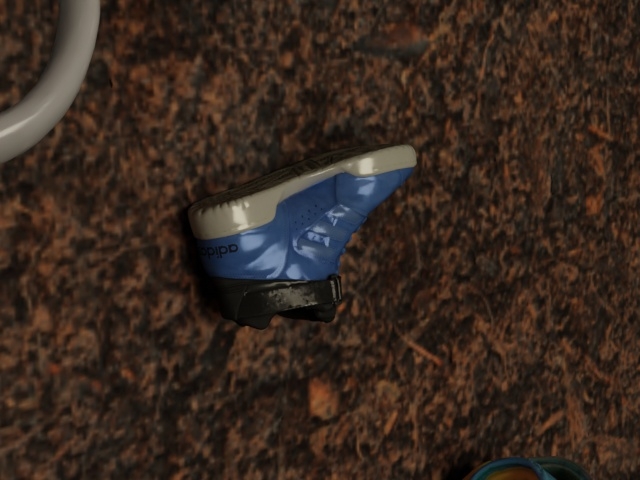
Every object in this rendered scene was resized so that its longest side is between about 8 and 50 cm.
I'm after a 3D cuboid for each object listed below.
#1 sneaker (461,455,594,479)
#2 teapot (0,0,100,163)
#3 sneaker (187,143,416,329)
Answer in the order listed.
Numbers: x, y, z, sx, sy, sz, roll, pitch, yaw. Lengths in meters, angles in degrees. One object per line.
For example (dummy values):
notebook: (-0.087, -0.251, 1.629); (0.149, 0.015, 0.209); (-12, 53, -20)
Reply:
sneaker: (0.194, 0.210, 1.000); (0.319, 0.127, 0.208); (-30, 116, -41)
teapot: (-0.220, -0.144, 0.445); (0.187, 0.252, 0.256); (-46, 138, -28)
sneaker: (-0.001, 0.000, 0.822); (0.152, 0.058, 0.084); (-23, 105, -38)
